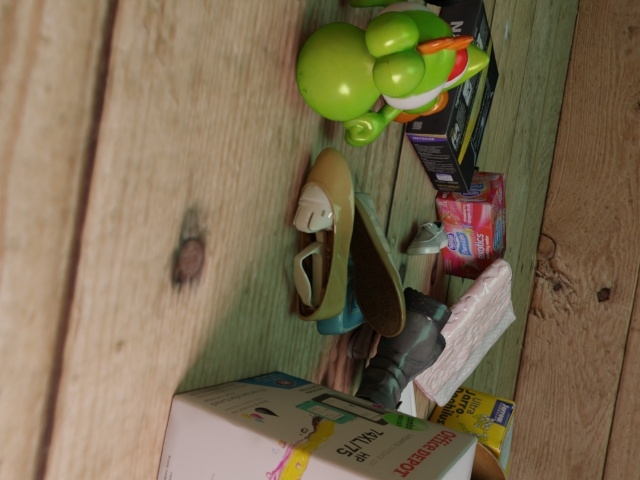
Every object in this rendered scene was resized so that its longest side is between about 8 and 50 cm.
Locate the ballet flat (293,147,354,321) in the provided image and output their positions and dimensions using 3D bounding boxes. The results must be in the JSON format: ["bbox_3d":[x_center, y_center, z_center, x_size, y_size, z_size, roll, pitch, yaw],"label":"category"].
[{"bbox_3d":[0.000,0.000,0.658,0.073,0.080,0.232,-16,111,-42],"label":"ballet flat"}]

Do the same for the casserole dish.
[{"bbox_3d":[0.054,0.089,0.813,0.188,0.037,0.114,-7,104,-58],"label":"casserole dish"}]

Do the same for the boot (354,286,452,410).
[{"bbox_3d":[0.125,0.231,0.895,0.223,0.118,0.338,-58,157,-17],"label":"boot"}]

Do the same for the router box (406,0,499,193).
[{"bbox_3d":[0.282,-0.287,1.051,0.243,0.081,0.309,41,63,-57],"label":"router box"}]

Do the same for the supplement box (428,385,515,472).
[{"bbox_3d":[0.423,0.626,1.455,0.194,0.195,0.357,-37,130,-51],"label":"supplement box"}]

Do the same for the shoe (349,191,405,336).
[{"bbox_3d":[0.081,0.031,0.744,0.058,0.076,0.219,-21,94,-52],"label":"shoe"}]

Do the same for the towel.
[{"bbox_3d":[0.348,0.234,1.225,0.332,0.053,0.317,-47,142,-8],"label":"towel"}]

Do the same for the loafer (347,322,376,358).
[{"bbox_3d":[0.089,0.156,0.889,0.125,0.039,0.045,-56,142,-36],"label":"loafer"}]

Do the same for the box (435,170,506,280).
[{"bbox_3d":[0.366,-0.031,1.226,0.123,0.128,0.257,-55,142,-35],"label":"box"}]

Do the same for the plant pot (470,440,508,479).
[{"bbox_3d":[0.306,0.647,1.259,0.237,0.237,0.254,-39,145,-49],"label":"plant pot"}]

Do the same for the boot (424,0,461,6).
[{"bbox_3d":[0.071,-0.389,0.569,0.207,0.094,0.246,-16,76,-58],"label":"boot"}]

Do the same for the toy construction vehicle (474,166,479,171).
[{"bbox_3d":[0.394,-0.157,1.332,0.086,0.035,0.098,-20,116,-57],"label":"toy construction vehicle"}]

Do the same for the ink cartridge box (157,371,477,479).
[{"bbox_3d":[-0.004,0.278,0.531,0.198,0.270,0.197,11,89,-61],"label":"ink cartridge box"}]

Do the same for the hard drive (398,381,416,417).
[{"bbox_3d":[0.094,0.418,0.945,0.353,0.047,0.233,-29,116,-54],"label":"hard drive"}]

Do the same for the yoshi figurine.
[{"bbox_3d":[0.078,-0.233,0.680,0.203,0.203,0.362,-47,178,23],"label":"yoshi figurine"}]

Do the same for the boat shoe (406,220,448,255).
[{"bbox_3d":[0.224,-0.008,1.058,0.184,0.066,0.063,-16,98,-55],"label":"boat shoe"}]
